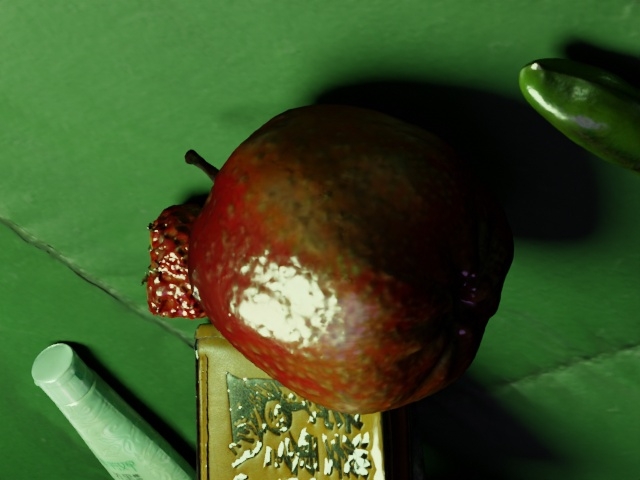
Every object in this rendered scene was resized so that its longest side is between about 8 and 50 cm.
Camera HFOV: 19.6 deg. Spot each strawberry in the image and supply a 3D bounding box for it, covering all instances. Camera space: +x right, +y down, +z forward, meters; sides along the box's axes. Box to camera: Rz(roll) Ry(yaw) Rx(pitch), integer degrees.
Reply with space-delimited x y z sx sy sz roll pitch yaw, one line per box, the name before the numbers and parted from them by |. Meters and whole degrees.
strawberry | -0.067 0.013 1.105 0.083 0.073 0.073 3 148 2

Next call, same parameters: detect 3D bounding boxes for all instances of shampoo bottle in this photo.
shampoo bottle | -0.152 0.142 1.377 0.069 0.041 0.191 6 147 33

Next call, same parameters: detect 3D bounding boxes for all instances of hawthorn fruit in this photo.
hawthorn fruit | 0.000 0.000 0.977 0.194 0.157 0.157 29 153 22

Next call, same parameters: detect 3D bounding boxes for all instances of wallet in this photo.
wallet | -0.010 0.148 1.181 0.161 0.195 0.042 -4 179 31

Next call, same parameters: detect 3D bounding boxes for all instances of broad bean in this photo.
broad bean | 0.184 -0.024 0.925 0.069 0.039 0.227 -8 140 47
